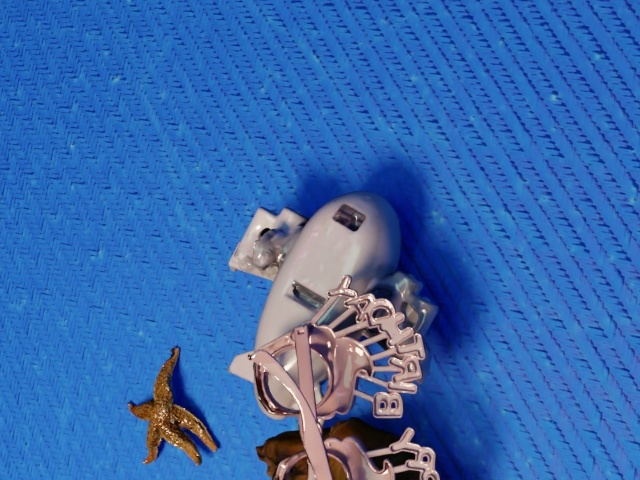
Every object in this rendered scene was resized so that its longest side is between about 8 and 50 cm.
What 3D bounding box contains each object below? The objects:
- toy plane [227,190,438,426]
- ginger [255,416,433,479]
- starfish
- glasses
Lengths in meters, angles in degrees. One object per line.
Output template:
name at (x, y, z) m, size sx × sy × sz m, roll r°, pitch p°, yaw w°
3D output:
toy plane at (0.005, 0.066, 1.552) m, size 0.244 × 0.117 × 0.245 m, roll -5°, pitch 80°, yaw 27°
ginger at (0.073, 0.275, 1.508) m, size 0.309 × 0.107 × 0.133 m, roll 53°, pitch 141°, yaw 24°
starfish at (-0.171, 0.180, 1.720) m, size 0.133 × 0.041 × 0.130 m, roll -1°, pitch 86°, yaw 35°
glasses at (0.024, 0.160, 1.435) m, size 0.162 × 0.095 × 0.256 m, roll -10°, pitch 86°, yaw 2°
